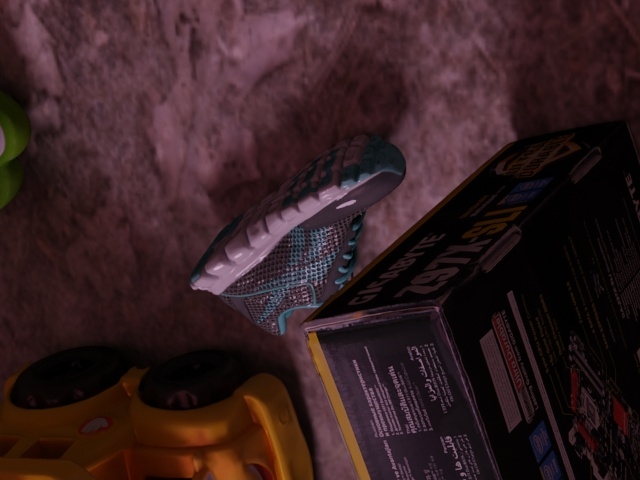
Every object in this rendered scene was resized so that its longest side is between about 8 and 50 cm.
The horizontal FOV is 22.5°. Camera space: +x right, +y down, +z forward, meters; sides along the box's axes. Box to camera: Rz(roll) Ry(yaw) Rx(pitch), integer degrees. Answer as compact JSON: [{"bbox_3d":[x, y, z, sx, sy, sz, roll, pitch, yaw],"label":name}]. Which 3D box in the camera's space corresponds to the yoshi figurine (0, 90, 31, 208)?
[{"bbox_3d":[-0.346,-0.051,0.935,0.203,0.362,0.203,127,142,-59],"label":"yoshi figurine"}]

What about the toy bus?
[{"bbox_3d":[-0.141,0.170,0.998,0.220,0.211,0.149,-2,109,29],"label":"toy bus"}]

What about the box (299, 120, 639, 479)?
[{"bbox_3d":[0.128,0.129,0.798,0.079,0.257,0.322,-11,106,34],"label":"box"}]

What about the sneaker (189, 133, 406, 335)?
[{"bbox_3d":[0.000,0.000,0.944,0.076,0.065,0.166,44,130,-14],"label":"sneaker"}]
